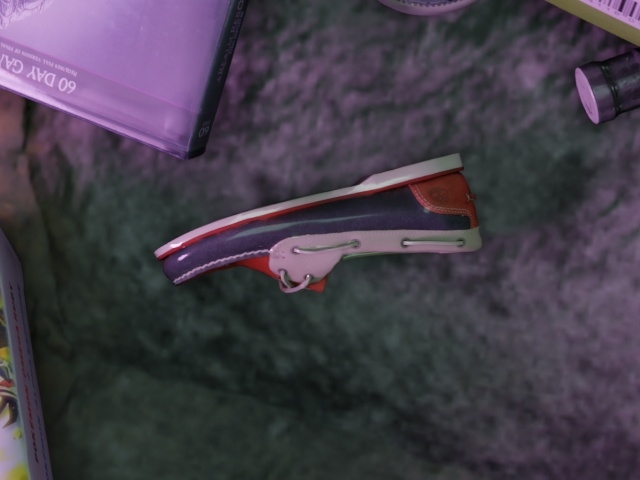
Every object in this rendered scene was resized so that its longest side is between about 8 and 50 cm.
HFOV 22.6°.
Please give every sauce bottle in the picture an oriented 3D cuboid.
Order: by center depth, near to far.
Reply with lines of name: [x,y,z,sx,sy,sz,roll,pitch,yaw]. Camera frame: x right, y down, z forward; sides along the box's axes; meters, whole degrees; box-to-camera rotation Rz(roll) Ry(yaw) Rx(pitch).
sauce bottle: [0.172,-0.082,0.677,0.128,0.042,0.042,-21,91,1]

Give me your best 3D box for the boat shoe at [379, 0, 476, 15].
boat shoe: [-0.003,-0.245,0.642,0.116,0.099,0.319,-25,90,1]

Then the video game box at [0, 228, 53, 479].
video game box: [-0.207,0.101,0.621,0.205,0.048,0.187,-15,60,-2]

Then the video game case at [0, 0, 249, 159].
video game case: [-0.096,-0.192,0.615,0.196,0.026,0.274,22,106,14]

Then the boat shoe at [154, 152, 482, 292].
boat shoe: [0.000,0.000,0.671,0.137,0.049,0.043,-15,93,-6]

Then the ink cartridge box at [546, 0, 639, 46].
ink cartridge box: [0.220,-0.181,0.624,0.189,0.097,0.255,27,81,8]
